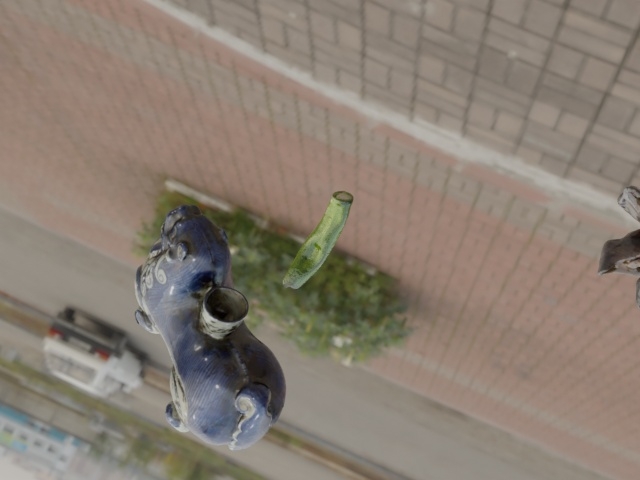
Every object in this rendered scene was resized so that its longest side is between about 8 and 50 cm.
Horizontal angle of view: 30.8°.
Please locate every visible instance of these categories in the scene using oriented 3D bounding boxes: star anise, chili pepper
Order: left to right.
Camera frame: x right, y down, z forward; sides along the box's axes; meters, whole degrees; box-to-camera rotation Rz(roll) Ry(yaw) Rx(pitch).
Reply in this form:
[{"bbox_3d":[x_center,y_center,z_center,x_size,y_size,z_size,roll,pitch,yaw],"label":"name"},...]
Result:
[{"bbox_3d":[0.000,0.000,2.023,0.052,0.201,0.050,27,-157,-12],"label":"chili pepper"},{"bbox_3d":[0.370,0.005,1.205,0.208,0.171,0.063,-11,-153,-22],"label":"star anise"}]

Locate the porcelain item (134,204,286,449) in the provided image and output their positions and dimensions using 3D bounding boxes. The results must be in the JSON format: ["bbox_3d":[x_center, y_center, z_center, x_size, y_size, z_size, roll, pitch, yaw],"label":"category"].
[{"bbox_3d":[-0.129,0.104,1.409,0.138,0.288,0.186,-10,151,-27],"label":"porcelain item"}]
